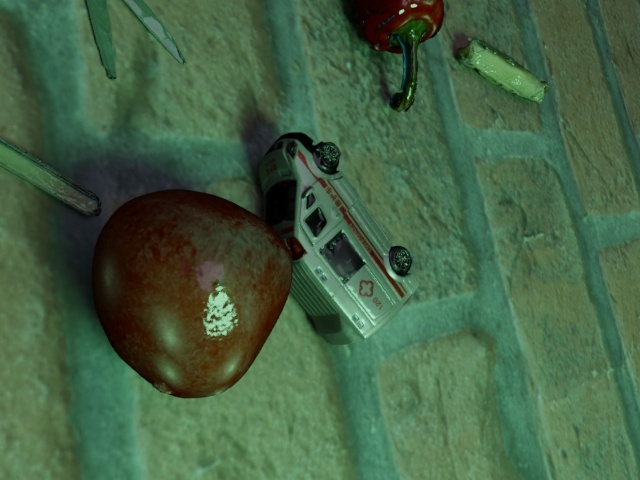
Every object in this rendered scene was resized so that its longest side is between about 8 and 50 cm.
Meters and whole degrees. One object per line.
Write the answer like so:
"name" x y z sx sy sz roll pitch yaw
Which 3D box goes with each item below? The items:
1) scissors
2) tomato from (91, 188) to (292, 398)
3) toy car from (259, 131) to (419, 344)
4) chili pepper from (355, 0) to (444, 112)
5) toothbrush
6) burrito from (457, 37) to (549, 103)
"scissors" -0.218 -0.274 0.513 0.144 0.017 0.247 -30 95 -35
"tomato" -0.096 0.034 0.426 0.167 0.167 0.167 10 72 -31
"toy car" 0.000 0.000 0.536 0.108 0.089 0.209 -42 104 -29
"chili pepper" 0.079 -0.354 0.674 0.110 0.110 0.387 -7 78 -34
"toothbrush" -0.300 -0.101 0.407 0.294 0.028 0.026 36 61 -26
"burrito" 0.279 -0.255 0.821 0.185 0.041 0.045 19 109 -29
